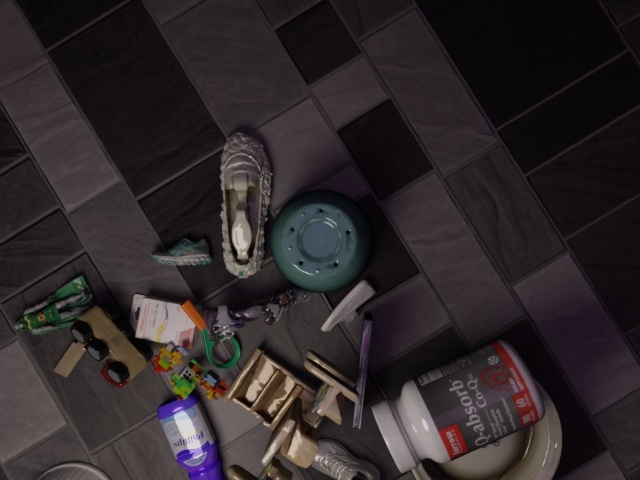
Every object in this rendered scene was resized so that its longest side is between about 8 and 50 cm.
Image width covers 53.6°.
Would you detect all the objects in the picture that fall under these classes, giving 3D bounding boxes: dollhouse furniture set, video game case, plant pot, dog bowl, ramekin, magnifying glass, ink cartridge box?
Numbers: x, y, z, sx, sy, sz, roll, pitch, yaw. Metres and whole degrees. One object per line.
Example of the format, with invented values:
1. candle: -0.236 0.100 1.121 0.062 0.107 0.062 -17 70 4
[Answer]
1. dollhouse furniture set: -0.116 0.426 1.576 0.257 0.394 0.362 34 90 2
2. video game case: 0.110 0.335 1.670 0.026 0.196 0.274 7 89 4
3. plant pot: 0.000 0.000 1.661 0.293 0.235 0.292 0 89 2
4. dog bowl: 0.415 0.507 1.683 0.408 0.150 0.407 0 88 1
5. ramekin: -0.694 0.756 1.719 0.273 0.127 0.272 0 89 2
6. magnifying glass: -0.303 0.255 1.727 0.092 0.026 0.231 -40 112 -17
7. ink cartridge box: -0.437 0.221 1.751 0.198 0.067 0.115 11 90 1

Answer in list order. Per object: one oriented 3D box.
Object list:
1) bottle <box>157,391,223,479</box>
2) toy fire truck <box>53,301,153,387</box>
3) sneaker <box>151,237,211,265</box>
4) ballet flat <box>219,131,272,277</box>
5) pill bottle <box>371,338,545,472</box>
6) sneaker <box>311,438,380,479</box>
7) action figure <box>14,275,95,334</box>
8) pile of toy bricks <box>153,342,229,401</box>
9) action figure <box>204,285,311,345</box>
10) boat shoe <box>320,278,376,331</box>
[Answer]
1. bottle: -0.344 0.561 1.730 0.118 0.092 0.282 -23 88 -1
2. toy fire truck: -0.609 0.316 1.732 0.217 0.246 0.158 49 50 -3
3. sneaker: -0.385 0.029 1.766 0.167 0.065 0.076 0 73 -2
4. ballet flat: -0.204 -0.101 1.720 0.147 0.147 0.408 -2 88 2
5. pill bottle: 0.322 0.400 1.509 0.363 0.210 0.210 -25 88 1
6. sneaker: 0.059 0.611 1.706 0.232 0.115 0.090 23 90 2
7. action figure: -0.747 0.204 1.767 0.232 0.063 0.137 -22 92 5
8. pile of toy bricks: -0.352 0.376 1.684 0.212 0.118 0.105 46 62 -17
9. action figure: -0.160 0.189 1.683 0.285 0.185 0.099 -18 79 -5
10. boat shoe: 0.079 0.190 1.745 0.063 0.066 0.184 43 81 3
